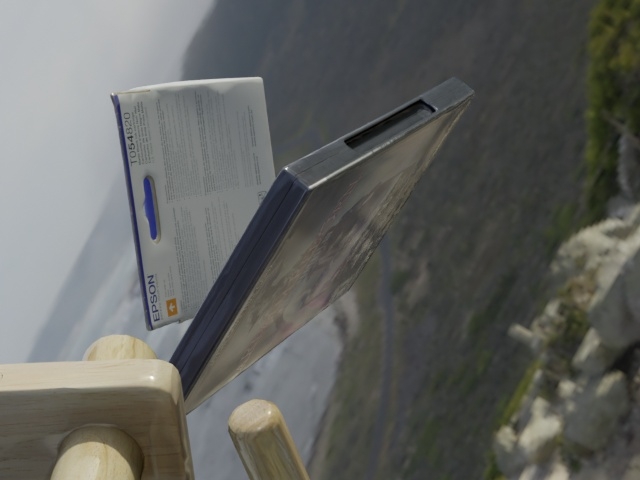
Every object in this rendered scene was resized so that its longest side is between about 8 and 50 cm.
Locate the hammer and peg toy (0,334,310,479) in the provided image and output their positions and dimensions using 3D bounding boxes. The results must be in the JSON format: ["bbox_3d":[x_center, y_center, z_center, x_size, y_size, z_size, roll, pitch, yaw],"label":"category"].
[{"bbox_3d":[-0.123,0.159,0.642,0.127,0.361,0.266,-88,-6,-60],"label":"hammer and peg toy"}]

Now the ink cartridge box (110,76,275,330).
[{"bbox_3d":[-0.122,-0.040,1.335,0.224,0.045,0.223,-14,-81,-55],"label":"ink cartridge box"}]

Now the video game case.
[{"bbox_3d":[0.000,0.000,0.919,0.196,0.026,0.274,-58,-11,28],"label":"video game case"}]
